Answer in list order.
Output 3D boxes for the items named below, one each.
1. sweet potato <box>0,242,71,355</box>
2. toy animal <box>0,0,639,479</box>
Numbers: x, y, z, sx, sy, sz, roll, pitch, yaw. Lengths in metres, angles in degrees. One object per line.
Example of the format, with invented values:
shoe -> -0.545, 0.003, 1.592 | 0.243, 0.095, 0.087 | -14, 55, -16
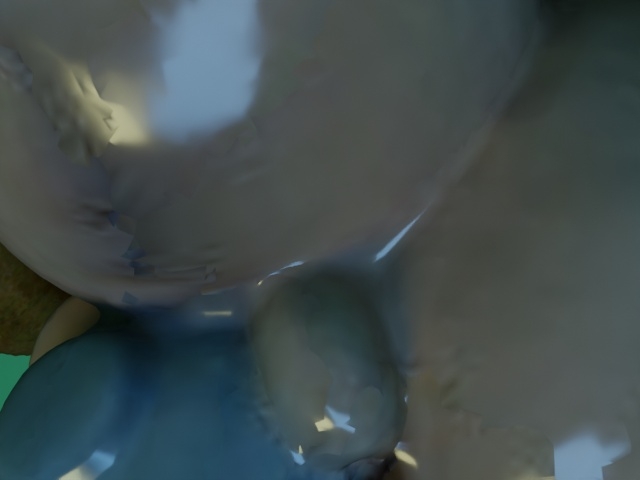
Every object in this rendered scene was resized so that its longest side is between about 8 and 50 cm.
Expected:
sweet potato -> -0.126, -0.041, 0.530 | 0.068, 0.068, 0.226 | -28, 113, 11
toy animal -> 0.009, -0.018, 0.489 | 0.229, 0.210, 0.221 | -14, 91, -30
